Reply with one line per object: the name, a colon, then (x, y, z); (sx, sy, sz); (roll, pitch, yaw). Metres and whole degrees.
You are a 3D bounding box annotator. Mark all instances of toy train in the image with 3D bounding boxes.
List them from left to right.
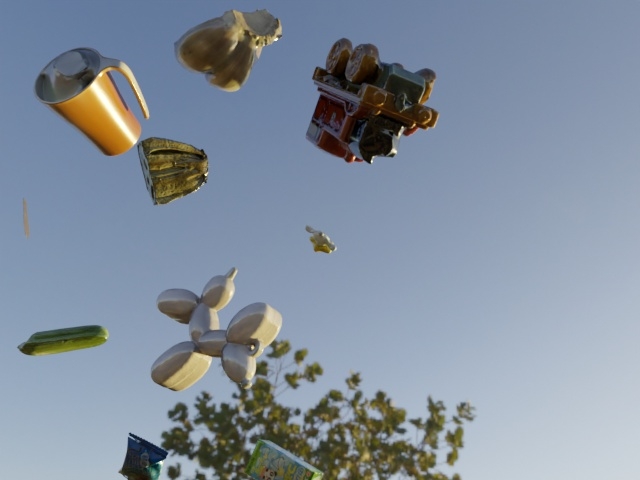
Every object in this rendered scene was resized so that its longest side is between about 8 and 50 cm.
toy train: (0.083, -0.269, 1.220); (0.163, 0.369, 0.232); (14, -74, -22)

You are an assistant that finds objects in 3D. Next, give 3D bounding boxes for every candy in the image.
candy: (-0.351, 0.441, 1.192); (0.088, 0.038, 0.136); (24, -61, 2)
candy: (-0.098, 0.607, 1.585); (0.194, 0.097, 0.062); (18, -14, 31)

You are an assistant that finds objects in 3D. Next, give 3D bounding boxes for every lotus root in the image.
lotus root: (-0.315, -0.151, 1.300); (0.144, 0.143, 0.070); (-9, 10, -30)

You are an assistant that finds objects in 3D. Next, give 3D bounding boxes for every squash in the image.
squash: (-0.715, 0.279, 1.690); (0.238, 0.069, 0.069); (-6, -26, -31)

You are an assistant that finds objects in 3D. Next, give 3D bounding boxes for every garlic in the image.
garlic: (-0.254, -0.508, 1.578); (0.291, 0.238, 0.210); (-23, -47, 36)

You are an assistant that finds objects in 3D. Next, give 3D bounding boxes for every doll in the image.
doll: (-0.120, 0.106, 0.697); (0.160, 0.161, 0.059); (-23, -41, 19)
doll: (-0.006, -0.005, 2.213); (0.135, 0.071, 0.113); (45, -18, -7)

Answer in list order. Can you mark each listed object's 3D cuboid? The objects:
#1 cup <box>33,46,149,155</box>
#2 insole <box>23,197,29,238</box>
cup: (-0.548, -0.345, 1.509); (0.226, 0.183, 0.264); (-13, -33, 10)
insole: (-0.911, -0.069, 1.872); (0.002, 0.135, 0.045); (-10, -22, -11)
